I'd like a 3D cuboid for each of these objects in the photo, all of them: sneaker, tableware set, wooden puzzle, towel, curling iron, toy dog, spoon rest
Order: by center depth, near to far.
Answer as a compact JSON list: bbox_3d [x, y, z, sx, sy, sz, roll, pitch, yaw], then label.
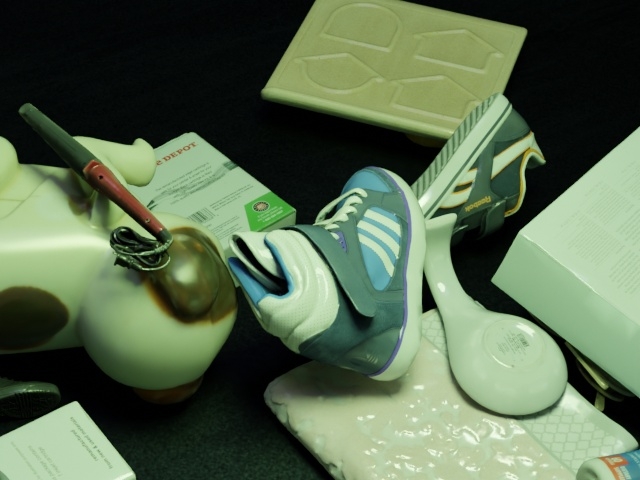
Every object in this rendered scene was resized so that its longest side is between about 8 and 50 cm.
[{"bbox_3d":[-0.257,-0.066,1.841,0.068,0.035,0.274,-26,61,-30],"label":"curling iron"},{"bbox_3d":[-0.293,0.028,1.921,0.407,0.285,0.395,17,31,3],"label":"toy dog"},{"bbox_3d":[0.152,0.216,1.925,0.317,0.053,0.332,-25,48,-28],"label":"towel"},{"bbox_3d":[-0.396,0.170,1.934,0.170,0.051,0.089,-11,47,-12],"label":"sneaker"},{"bbox_3d":[0.000,0.001,1.944,0.236,0.130,0.323,27,42,-30],"label":"sneaker"},{"bbox_3d":[0.195,0.097,1.984,0.137,0.084,0.276,-15,57,-20],"label":"spoon rest"},{"bbox_3d":[0.313,0.131,2.022,0.128,0.039,0.194,12,32,-49],"label":"tableware set"},{"bbox_3d":[0.180,-0.045,2.155,0.127,0.126,0.321,46,69,-10],"label":"sneaker"},{"bbox_3d":[0.112,-0.244,2.418,0.322,0.080,0.348,15,38,11],"label":"wooden puzzle"}]

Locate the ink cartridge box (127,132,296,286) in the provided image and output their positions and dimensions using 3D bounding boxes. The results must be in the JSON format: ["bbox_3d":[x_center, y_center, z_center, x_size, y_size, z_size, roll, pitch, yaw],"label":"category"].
[{"bbox_3d":[-0.157,-0.033,2.150,0.153,0.087,0.208,-30,53,-31],"label":"ink cartridge box"}]

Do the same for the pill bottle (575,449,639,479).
[{"bbox_3d":[0.403,0.283,1.815,0.221,0.124,0.124,-9,44,-14],"label":"pill bottle"}]

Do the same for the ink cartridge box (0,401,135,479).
[{"bbox_3d":[-0.336,0.329,1.633,0.306,0.226,0.131,-26,49,-27],"label":"ink cartridge box"}]

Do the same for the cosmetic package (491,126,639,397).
[{"bbox_3d":[0.424,0.029,2.035,0.284,0.097,0.377,38,42,15],"label":"cosmetic package"}]
